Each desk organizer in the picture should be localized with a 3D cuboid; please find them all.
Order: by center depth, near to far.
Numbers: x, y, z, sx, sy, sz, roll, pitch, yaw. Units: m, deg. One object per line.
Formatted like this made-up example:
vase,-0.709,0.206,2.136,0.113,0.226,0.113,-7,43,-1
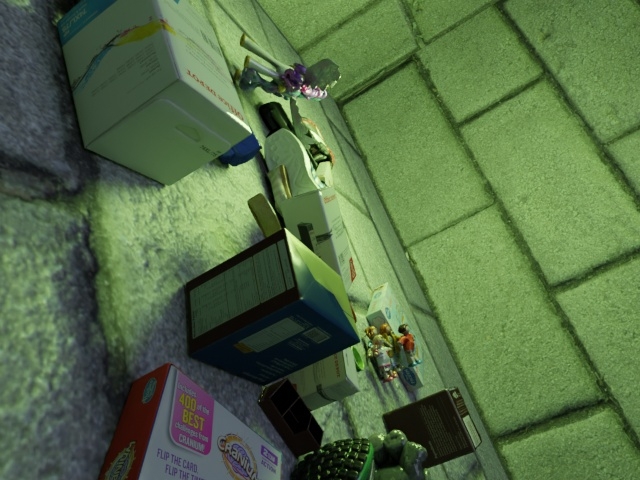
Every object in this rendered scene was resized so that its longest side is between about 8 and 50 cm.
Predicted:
desk organizer,-0.050,0.310,0.824,0.130,0.050,0.047,59,16,-11

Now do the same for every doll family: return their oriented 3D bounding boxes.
doll family,0.203,0.345,1.488,0.263,0.118,0.163,-5,73,-53

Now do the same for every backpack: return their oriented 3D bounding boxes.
backpack,-0.211,-0.235,1.143,0.098,0.101,0.120,65,-16,-2

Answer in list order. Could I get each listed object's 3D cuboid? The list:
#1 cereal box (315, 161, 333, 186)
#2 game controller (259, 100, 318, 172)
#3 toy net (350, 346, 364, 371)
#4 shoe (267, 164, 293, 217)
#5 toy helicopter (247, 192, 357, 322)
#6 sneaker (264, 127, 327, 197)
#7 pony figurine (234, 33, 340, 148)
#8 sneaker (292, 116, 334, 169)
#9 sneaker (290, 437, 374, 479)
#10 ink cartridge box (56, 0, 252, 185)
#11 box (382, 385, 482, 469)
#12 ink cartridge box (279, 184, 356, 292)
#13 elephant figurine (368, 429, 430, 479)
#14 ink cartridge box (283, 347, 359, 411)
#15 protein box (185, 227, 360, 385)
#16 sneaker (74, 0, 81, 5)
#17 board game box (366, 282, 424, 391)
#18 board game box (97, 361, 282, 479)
cereal box,0.019,-0.184,1.758,0.240,0.047,0.173,-78,160,-67
game controller,-0.117,-0.366,1.739,0.319,0.067,0.166,57,31,-14
toy net,0.037,0.240,1.217,0.232,0.045,0.122,55,18,-24
shoe,-0.107,-0.115,1.351,0.076,0.058,0.219,71,5,-66
toy helicopter,-0.069,0.051,1.019,0.355,0.140,0.235,66,-10,-27
sneaker,-0.058,-0.186,1.517,0.322,0.130,0.236,61,6,12
pony figurine,-0.101,-0.535,1.605,0.364,0.303,0.351,14,37,-26
sneaker,-0.026,-0.391,1.961,0.276,0.098,0.135,55,15,-28
sneaker,0.021,0.449,0.722,0.146,0.134,0.343,65,24,-15
ink cartridge box,-0.281,-0.275,0.806,0.198,0.197,0.270,28,37,-64
box,0.313,0.525,1.312,0.168,0.203,0.167,30,35,-62
ink cartridge box,0.000,0.000,1.262,0.197,0.114,0.272,-40,118,-74
elephant figurine,0.184,0.531,1.005,0.186,0.169,0.239,-49,129,-30
ink cartridge box,0.000,0.261,0.902,0.056,0.135,0.099,51,20,-36
protein box,-0.078,0.120,0.776,0.200,0.201,0.136,43,24,-48
sneaker,-0.430,-0.495,0.938,0.124,0.107,0.283,44,16,-9
board game box,0.290,0.351,1.774,0.318,0.066,0.319,61,16,-4
board game box,-0.137,0.328,0.501,0.242,0.064,0.316,53,18,-29
